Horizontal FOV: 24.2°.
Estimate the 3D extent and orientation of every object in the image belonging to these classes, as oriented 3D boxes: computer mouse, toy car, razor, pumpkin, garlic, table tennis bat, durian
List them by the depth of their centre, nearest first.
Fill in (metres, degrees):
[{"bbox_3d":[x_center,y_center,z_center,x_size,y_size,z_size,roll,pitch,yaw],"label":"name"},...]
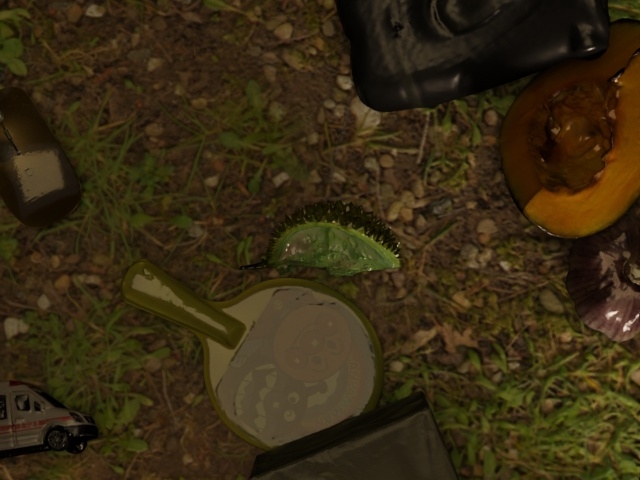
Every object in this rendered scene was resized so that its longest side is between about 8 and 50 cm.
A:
[{"bbox_3d":[0.378,0.041,1.847,0.147,0.102,0.159,28,85,10],"label":"garlic"},{"bbox_3d":[0.325,-0.119,1.875,0.312,0.169,0.148,-50,117,-17],"label":"pumpkin"},{"bbox_3d":[0.190,-0.287,1.878,0.349,0.113,0.204,-12,83,19],"label":"razor"},{"bbox_3d":[-0.390,0.228,1.902,0.210,0.089,0.108,-9,76,7],"label":"toy car"},{"bbox_3d":[0.000,0.000,1.905,0.215,0.086,0.100,0,97,12],"label":"durian"},{"bbox_3d":[-0.092,0.129,1.906,0.369,0.054,0.224,30,87,5],"label":"table tennis bat"},{"bbox_3d":[-0.394,-0.112,1.972,0.102,0.045,0.199,-30,81,-2],"label":"computer mouse"}]

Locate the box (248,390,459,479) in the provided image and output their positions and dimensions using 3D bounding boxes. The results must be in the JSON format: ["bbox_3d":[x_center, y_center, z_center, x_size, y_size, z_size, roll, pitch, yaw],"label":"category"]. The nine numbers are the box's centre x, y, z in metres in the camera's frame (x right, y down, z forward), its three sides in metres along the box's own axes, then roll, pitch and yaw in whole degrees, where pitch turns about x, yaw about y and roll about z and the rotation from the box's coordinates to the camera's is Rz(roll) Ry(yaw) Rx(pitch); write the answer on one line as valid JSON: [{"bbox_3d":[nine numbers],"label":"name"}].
[{"bbox_3d":[0.049,0.300,1.808,0.231,0.155,0.149,-22,92,3],"label":"box"}]
